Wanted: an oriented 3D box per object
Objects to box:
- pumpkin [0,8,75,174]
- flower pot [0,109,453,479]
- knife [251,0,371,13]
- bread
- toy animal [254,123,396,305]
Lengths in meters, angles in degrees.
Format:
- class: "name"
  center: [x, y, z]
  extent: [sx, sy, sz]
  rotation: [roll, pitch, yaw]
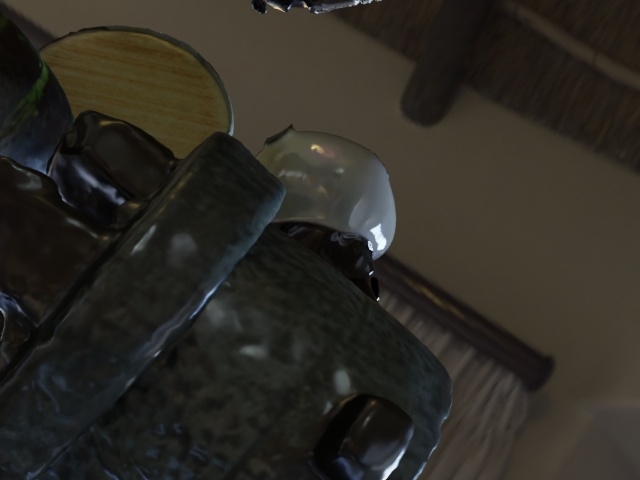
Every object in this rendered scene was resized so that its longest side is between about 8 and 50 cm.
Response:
- class: "pumpkin"
  center: [-0.368, -0.099, 1.108]
  extent: [0.323, 0.241, 0.323]
  rotation: [22, -37, 18]
- class: "flower pot"
  center: [-0.107, 0.085, 0.725]
  extent: [0.283, 0.299, 0.299]
  rotation: [43, -37, -5]
- class: "knife"
  center: [0.107, -0.211, 0.831]
  extent: [0.365, 0.043, 0.089]
  rotation: [-5, -97, 21]
- class: "bread"
  center: [-0.225, -0.123, 1.385]
  extent: [0.267, 0.267, 0.040]
  rotation: [36, -26, 11]
- class: "toy animal"
  center: [0.000, 0.000, 1.066]
  extent: [0.166, 0.179, 0.138]
  rotation: [10, -14, -17]
